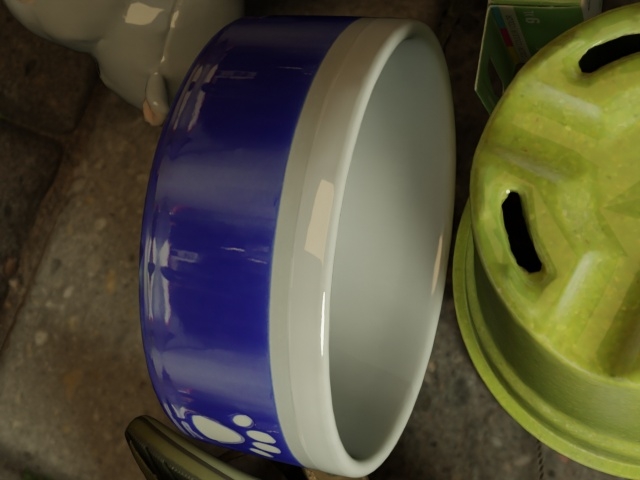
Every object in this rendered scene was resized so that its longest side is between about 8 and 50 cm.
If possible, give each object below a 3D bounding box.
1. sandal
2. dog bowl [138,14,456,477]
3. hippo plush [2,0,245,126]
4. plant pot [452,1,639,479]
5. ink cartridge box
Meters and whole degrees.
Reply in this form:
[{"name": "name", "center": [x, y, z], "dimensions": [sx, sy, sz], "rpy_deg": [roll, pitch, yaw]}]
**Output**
[{"name": "sandal", "center": [0.011, 0.178, 0.690], "dimensions": [0.303, 0.120, 0.086], "rpy_deg": [14, 50, 18]}, {"name": "dog bowl", "center": [0.000, 0.000, 0.631], "dimensions": [0.104, 0.265, 0.264], "rpy_deg": [7, 82, 19]}, {"name": "hippo plush", "center": [-0.094, -0.219, 0.764], "dimensions": [0.294, 0.234, 0.236], "rpy_deg": [29, 112, -21]}, {"name": "plant pot", "center": [0.189, -0.001, 0.579], "dimensions": [0.276, 0.254, 0.275], "rpy_deg": [-3, 80, 16]}, {"name": "ink cartridge box", "center": [0.154, -0.181, 0.700], "dimensions": [0.062, 0.109, 0.209], "rpy_deg": [6, 82, 19]}]
